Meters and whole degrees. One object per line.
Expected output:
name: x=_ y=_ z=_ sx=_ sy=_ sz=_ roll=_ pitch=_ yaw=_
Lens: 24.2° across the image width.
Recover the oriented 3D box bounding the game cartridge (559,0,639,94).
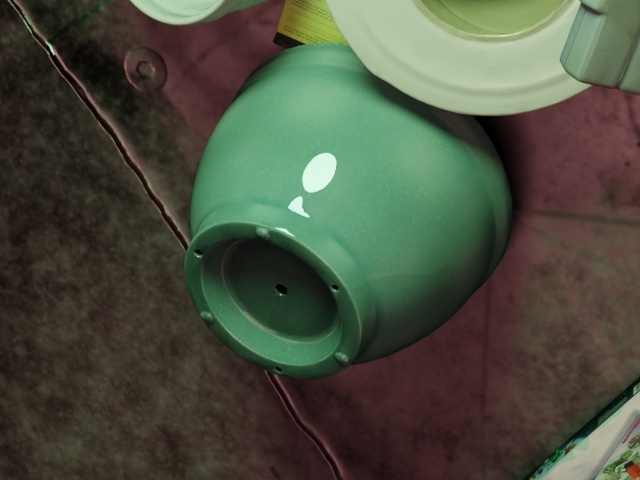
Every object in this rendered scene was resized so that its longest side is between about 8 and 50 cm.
game cartridge: x=0.334 y=-0.265 z=1.099 sx=0.230 sy=0.068 sz=0.355 roll=12 pitch=116 yaw=-14

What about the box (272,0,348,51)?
box: x=0.034 y=-0.265 z=1.307 sx=0.087 sy=0.058 sz=0.232 roll=24 pitch=122 yaw=11

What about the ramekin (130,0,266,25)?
ramekin: x=-0.091 y=-0.293 z=1.286 sx=0.207 sy=0.109 sz=0.207 roll=16 pitch=113 yaw=42

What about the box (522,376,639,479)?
box: x=0.293 y=0.249 z=1.421 sx=0.159 sy=0.044 sz=0.233 roll=44 pitch=110 yaw=-2

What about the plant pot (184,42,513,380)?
plant pot: x=0.000 y=0.000 z=1.331 sx=0.293 sy=0.196 sz=0.293 roll=18 pitch=134 yaw=20

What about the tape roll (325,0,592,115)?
tape roll: x=0.141 y=-0.247 z=1.203 sx=0.286 sy=0.100 sz=0.286 roll=3 pitch=120 yaw=6
